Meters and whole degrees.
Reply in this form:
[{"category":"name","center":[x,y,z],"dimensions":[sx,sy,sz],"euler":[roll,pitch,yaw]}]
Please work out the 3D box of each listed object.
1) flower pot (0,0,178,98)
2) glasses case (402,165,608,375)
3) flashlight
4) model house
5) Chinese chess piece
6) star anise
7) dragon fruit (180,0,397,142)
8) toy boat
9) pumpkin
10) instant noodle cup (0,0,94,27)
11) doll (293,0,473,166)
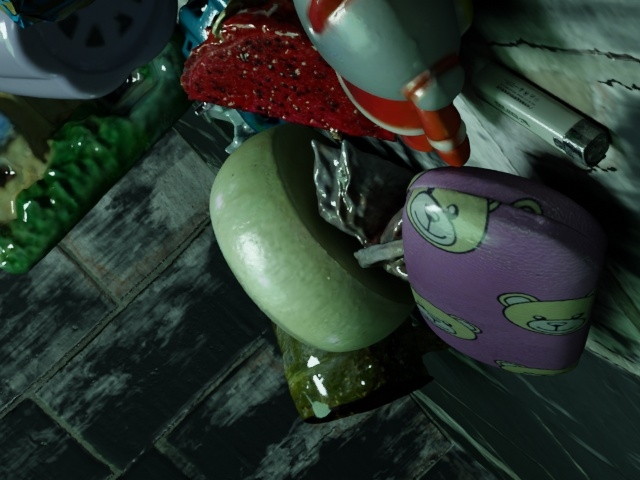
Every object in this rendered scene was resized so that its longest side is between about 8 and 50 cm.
[{"category":"flower pot","center":[-0.264,-0.250,0.998],"dimensions":[0.243,0.265,0.265],"euler":[25,162,41]},{"category":"glasses case","center":[0.124,0.030,0.757],"dimensions":[0.123,0.075,0.316],"euler":[18,165,16]},{"category":"flashlight","center":[0.112,-0.065,0.577],"dimensions":[0.083,0.018,0.018],"euler":[42,171,39]},{"category":"model house","center":[-0.390,-0.212,1.445],"dimensions":[0.342,0.382,0.334],"euler":[46,174,-17]},{"category":"Chinese chess piece","center":[0.000,0.000,1.069],"dimensions":[0.238,0.092,0.237],"euler":[41,-155,-24]},{"category":"star anise","center":[0.068,-0.010,0.953],"dimensions":[0.209,0.089,0.231],"euler":[37,-176,15]},{"category":"dragon fruit","center":[-0.015,-0.135,0.760],"dimensions":[0.162,0.083,0.106],"euler":[18,155,17]},{"category":"toy boat","center":[-0.083,-0.157,1.048],"dimensions":[0.134,0.092,0.299],"euler":[49,176,13]},{"category":"pumpkin","center":[0.056,0.122,1.594],"dimensions":[0.325,0.242,0.232],"euler":[88,168,-88]},{"category":"instant noodle cup","center":[-0.121,-0.200,0.412],"dimensions":[0.178,0.240,0.240],"euler":[39,175,-3]},{"category":"doll","center":[0.032,-0.109,0.579],"dimensions":[0.142,0.076,0.245],"euler":[55,-179,12]}]
